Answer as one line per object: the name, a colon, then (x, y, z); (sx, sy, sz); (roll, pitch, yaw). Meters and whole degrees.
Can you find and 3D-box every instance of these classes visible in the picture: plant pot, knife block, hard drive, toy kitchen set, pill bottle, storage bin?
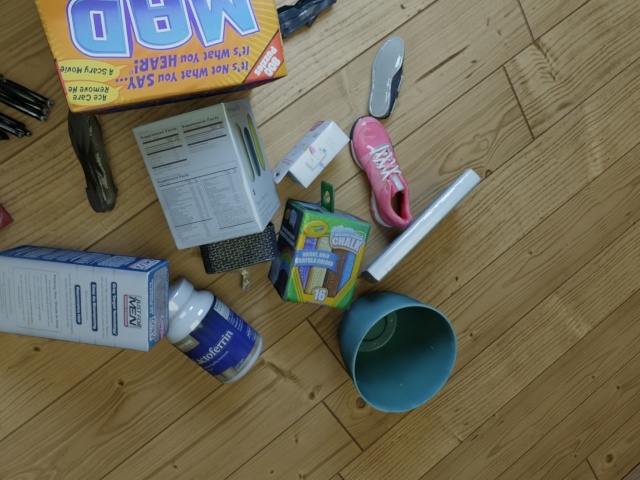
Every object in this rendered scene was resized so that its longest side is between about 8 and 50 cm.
plant pot: (0.181, 0.270, 1.272); (0.292, 0.235, 0.293); (-5, 105, -17)
knife block: (-0.689, -0.322, 0.912); (0.241, 0.088, 0.276); (-21, 109, -14)
hard drive: (0.252, -0.026, 1.230); (0.353, 0.233, 0.047); (-45, 85, -4)
toy kitchen set: (-0.219, 0.093, 1.183); (0.083, 0.068, 0.075); (1, 103, -19)
pill bottle: (-0.282, 0.218, 1.149); (0.153, 0.153, 0.265); (-46, 112, -3)
storage bin: (-0.202, 0.010, 1.140); (0.180, 0.122, 0.085); (-13, 106, -15)

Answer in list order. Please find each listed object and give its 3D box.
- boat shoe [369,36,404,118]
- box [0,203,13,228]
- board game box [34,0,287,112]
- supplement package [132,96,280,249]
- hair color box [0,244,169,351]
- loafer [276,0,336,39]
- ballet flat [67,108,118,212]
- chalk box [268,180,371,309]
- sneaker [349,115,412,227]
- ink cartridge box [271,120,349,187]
boat shoe: (0.174, -0.415, 1.207); (0.065, 0.075, 0.206); (5, 99, -63)
box: (-0.809, -0.014, 0.918); (0.299, 0.142, 0.154); (-32, 111, -9)
board game box: (-0.301, -0.446, 0.866); (0.355, 0.356, 0.357); (-15, 108, -14)
supplement package: (-0.231, -0.151, 1.017); (0.197, 0.199, 0.263); (-12, 109, 11)
hair color box: (-0.508, 0.118, 1.001); (0.346, 0.105, 0.174); (6, 103, 6)
loafer: (-0.035, -0.535, 1.102); (0.169, 0.062, 0.061); (-26, 132, -8)
ballet flat: (-0.494, -0.185, 1.029); (0.058, 0.084, 0.250); (-26, 113, -50)
chalk box: (0.000, 0.000, 1.175); (0.179, 0.180, 0.289); (12, 101, -21)
sneaker: (0.176, -0.174, 1.214); (0.115, 0.136, 0.314); (-25, 110, -12)
ink cartridge box: (-0.033, -0.200, 1.149); (0.198, 0.115, 0.067); (-47, 113, -2)
